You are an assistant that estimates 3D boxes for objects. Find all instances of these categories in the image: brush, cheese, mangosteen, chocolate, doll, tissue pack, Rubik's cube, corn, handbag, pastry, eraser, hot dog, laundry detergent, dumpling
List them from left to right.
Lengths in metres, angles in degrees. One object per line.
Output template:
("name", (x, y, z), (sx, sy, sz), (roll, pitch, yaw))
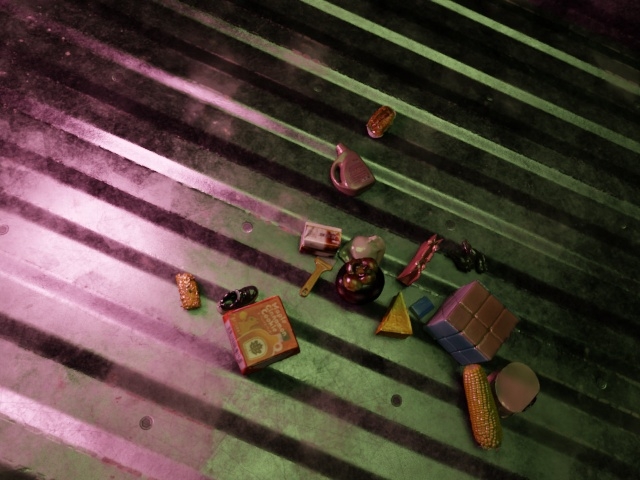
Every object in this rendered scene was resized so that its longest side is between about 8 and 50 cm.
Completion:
("pastry", (-0.492, 0.188, 1.746), (0.080, 0.056, 0.140), (-10, 78, -7))
("chocolate", (-0.213, 0.336, 1.715), (0.235, 0.108, 0.237), (-17, 72, -18))
("brush", (-0.015, 0.137, 1.879), (0.083, 0.010, 0.218), (33, 64, 3))
("tissue pack", (0.000, 0.001, 1.881), (0.149, 0.106, 0.099), (11, 55, -6))
("laundry detergent", (0.115, -0.310, 2.046), (0.171, 0.076, 0.237), (-30, 77, -20))
("mangosteen", (0.150, 0.147, 1.792), (0.194, 0.230, 0.194), (-4, 60, 6))
("dumpling", (0.178, 0.052, 1.916), (0.177, 0.092, 0.150), (-21, 88, -26))
("hot dog", (0.287, -0.559, 2.190), (0.099, 0.053, 0.192), (38, 69, 1))
("cheese", (0.292, 0.289, 1.839), (0.126, 0.093, 0.171), (10, 67, -4))
("handbag", (0.408, 0.081, 1.907), (0.059, 0.157, 0.212), (37, 67, 4))
("eraser", (0.414, 0.273, 1.904), (0.085, 0.027, 0.063), (-33, 77, -21))
("doll", (0.641, 0.081, 2.012), (0.139, 0.057, 0.165), (-35, 84, -24))
("Rubik's cube", (0.580, 0.323, 1.810), (0.225, 0.231, 0.221), (43, 68, 5))
("corn", (0.600, 0.617, 1.743), (0.106, 0.106, 0.305), (-11, 84, -15))
("handbag", (0.728, 0.575, 1.800), (0.205, 0.116, 0.179), (-35, 80, -22))

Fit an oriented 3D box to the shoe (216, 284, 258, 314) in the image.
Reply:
("shoe", (-0.308, 0.212, 1.747), (0.169, 0.099, 0.071), (-26, 74, -20))
